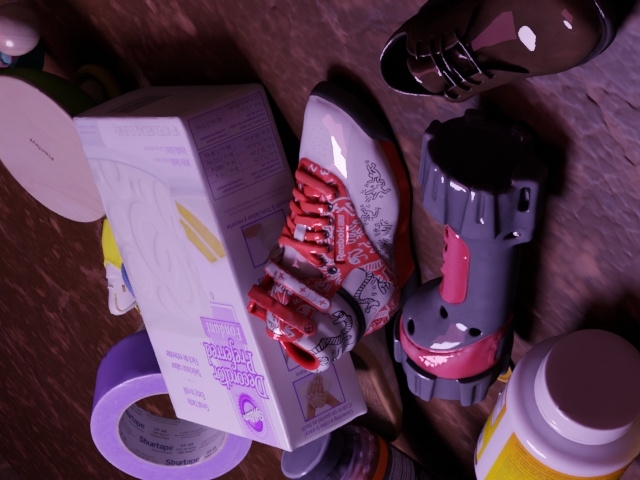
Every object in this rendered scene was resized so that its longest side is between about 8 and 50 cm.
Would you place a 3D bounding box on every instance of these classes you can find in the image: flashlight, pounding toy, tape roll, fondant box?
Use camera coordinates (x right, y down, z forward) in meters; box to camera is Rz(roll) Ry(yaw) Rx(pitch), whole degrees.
[{"bbox_3d":[0.110,0.016,1.465,0.304,0.103,0.103,86,166,-55],"label":"flashlight"},{"bbox_3d":[-0.266,-0.144,1.915,0.183,0.110,0.237,-14,115,54],"label":"pounding toy"},{"bbox_3d":[-0.171,0.194,2.162,0.080,0.189,0.189,-91,-17,-49],"label":"tape roll"},{"bbox_3d":[-0.099,0.020,1.764,0.238,0.096,0.330,6,118,59],"label":"fondant box"}]

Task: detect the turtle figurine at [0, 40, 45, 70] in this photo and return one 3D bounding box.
[{"bbox_3d":[-0.415,-0.209,2.049,0.234,0.175,0.118,-1,84,48],"label":"turtle figurine"}]

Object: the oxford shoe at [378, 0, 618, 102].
[{"bbox_3d":[0.113,-0.127,1.226,0.083,0.096,0.227,56,156,-11],"label":"oxford shoe"}]

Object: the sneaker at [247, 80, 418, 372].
[{"bbox_3d":[0.001,0.001,1.580,0.090,0.145,0.270,34,153,34],"label":"sneaker"}]

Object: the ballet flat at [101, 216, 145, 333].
[{"bbox_3d":[-0.204,0.080,2.192,0.231,0.077,0.077,55,159,-14],"label":"ballet flat"}]

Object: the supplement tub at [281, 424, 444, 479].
[{"bbox_3d":[0.053,0.255,1.878,0.198,0.106,0.106,37,166,-28],"label":"supplement tub"}]

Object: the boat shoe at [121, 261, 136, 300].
[{"bbox_3d":[-0.144,0.067,2.089,0.183,0.066,0.066,38,153,2],"label":"boat shoe"}]

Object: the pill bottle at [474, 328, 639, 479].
[{"bbox_3d":[0.197,0.149,1.486,0.117,0.117,0.215,44,158,14],"label":"pill bottle"}]

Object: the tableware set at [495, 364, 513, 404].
[{"bbox_3d":[0.138,0.118,1.673,0.154,0.024,0.104,42,157,18],"label":"tableware set"}]

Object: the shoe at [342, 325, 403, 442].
[{"bbox_3d":[0.049,0.136,1.844,0.077,0.058,0.219,16,151,18],"label":"shoe"}]
